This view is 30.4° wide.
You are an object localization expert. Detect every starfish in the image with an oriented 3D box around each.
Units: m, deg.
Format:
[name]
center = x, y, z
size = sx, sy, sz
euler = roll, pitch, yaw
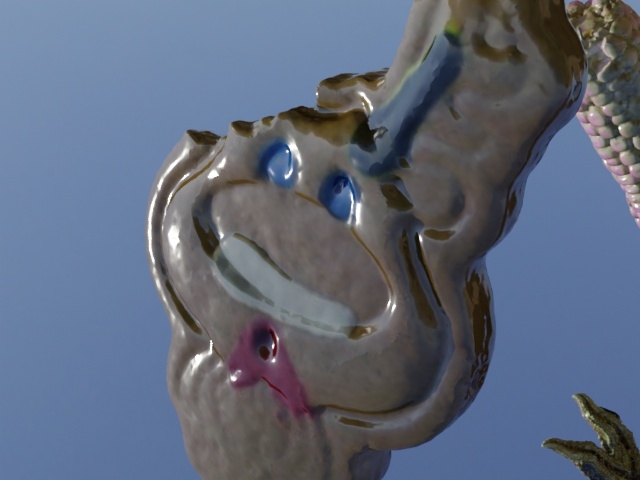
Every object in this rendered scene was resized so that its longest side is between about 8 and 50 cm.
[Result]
[starfish]
center = 0.311, 0.251, 1.170
size = 0.208, 0.053, 0.176
euler = 26, -125, 7

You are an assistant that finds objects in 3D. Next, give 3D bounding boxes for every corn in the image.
[corn]
center = 0.334, -0.090, 1.142
size = 0.127, 0.335, 0.126
euler = -29, -153, 16

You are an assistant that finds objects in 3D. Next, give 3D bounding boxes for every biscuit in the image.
[biscuit]
center = 0.007, 0.005, 0.526
size = 0.183, 0.320, 0.047
euler = 50, -142, 10
